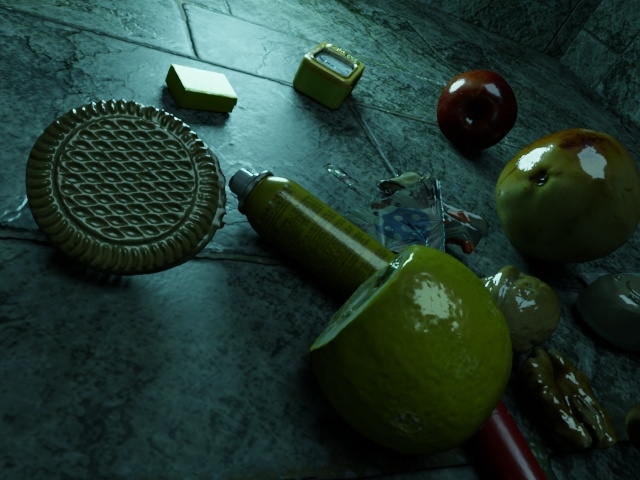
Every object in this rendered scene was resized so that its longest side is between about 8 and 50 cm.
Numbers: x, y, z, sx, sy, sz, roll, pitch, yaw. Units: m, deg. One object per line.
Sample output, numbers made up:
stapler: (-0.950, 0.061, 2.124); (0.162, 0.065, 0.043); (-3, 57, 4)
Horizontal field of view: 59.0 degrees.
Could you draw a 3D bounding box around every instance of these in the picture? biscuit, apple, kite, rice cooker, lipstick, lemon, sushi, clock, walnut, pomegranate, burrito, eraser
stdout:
biscuit: (-0.247, -0.070, 0.752); (0.259, 0.079, 0.259); (8, 68, -22)
apple: (0.432, -0.361, 1.570); (0.218, 0.218, 0.201); (38, 29, 12)
kite: (0.121, -0.060, 1.064); (0.335, 0.011, 0.314); (-24, 54, -33)
rice cooker: (0.624, 0.142, 1.145); (0.206, 0.127, 0.145); (8, 40, -15)
lipstick: (0.229, 0.254, 0.765); (0.073, 0.073, 0.279); (7, 40, -30)
lemon: (0.122, 0.142, 0.693); (0.219, 0.240, 0.240); (46, 36, 1)
sushi: (0.159, 0.002, 1.055); (0.083, 0.046, 0.044); (12, 37, -23)
clock: (0.024, -0.432, 1.470); (0.143, 0.096, 0.202); (32, 35, -3)
walnut: (0.311, 0.115, 0.935); (0.166, 0.149, 0.166); (-9, 15, 2)
pomegranate: (0.540, -0.084, 1.223); (0.319, 0.319, 0.319); (19, 36, -15)
burrito: (0.191, -0.125, 1.245); (0.055, 0.041, 0.149); (34, 36, 31)
eraser: (-0.244, -0.310, 1.162); (0.122, 0.045, 0.097); (-1, 45, -39)
walnut: (0.373, 0.248, 0.878); (0.143, 0.069, 0.170); (12, 40, -27)

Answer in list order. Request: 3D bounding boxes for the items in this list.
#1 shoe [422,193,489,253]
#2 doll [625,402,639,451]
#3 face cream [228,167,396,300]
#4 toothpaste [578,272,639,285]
shoe: (0.237, -0.035, 1.143); (0.194, 0.074, 0.077); (22, 77, 10)
doll: (0.661, 0.296, 0.875); (0.340, 0.318, 0.209); (-27, 102, -29)
face cream: (0.000, 0.000, 0.892); (0.349, 0.105, 0.105); (36, 35, 10)
toothpaste: (0.748, 0.109, 1.338); (0.323, 0.066, 0.100); (1, 41, -28)
